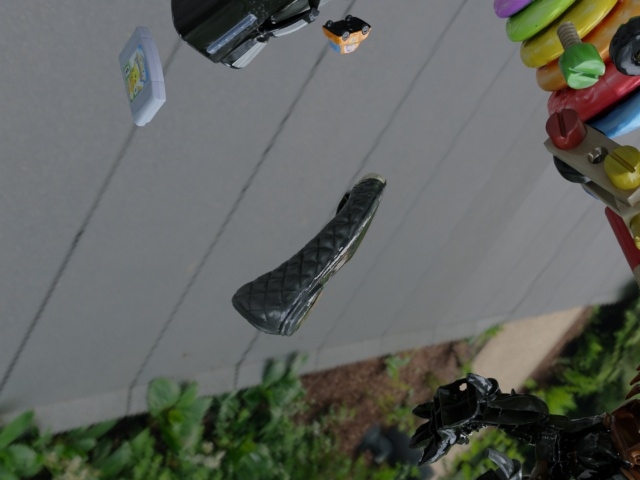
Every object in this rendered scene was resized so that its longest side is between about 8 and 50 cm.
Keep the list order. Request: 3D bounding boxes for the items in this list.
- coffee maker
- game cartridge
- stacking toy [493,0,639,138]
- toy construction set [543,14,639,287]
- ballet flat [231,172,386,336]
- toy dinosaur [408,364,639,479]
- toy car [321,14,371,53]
[{"bbox_3d":[-0.084,-0.297,1.053,0.178,0.171,0.120,-28,-153,29],"label":"coffee maker"},{"bbox_3d":[-0.170,-0.158,0.895,0.017,0.083,0.056,0,154,-39],"label":"game cartridge"},{"bbox_3d":[0.251,-0.256,1.018,0.175,0.302,0.166,-46,-170,-7],"label":"stacking toy"},{"bbox_3d":[0.357,-0.035,0.883,0.257,0.237,0.309,-11,144,-2],"label":"toy construction set"},{"bbox_3d":[0.000,0.000,0.679,0.173,0.049,0.057,-50,166,-40],"label":"ballet flat"},{"bbox_3d":[0.198,0.188,0.763,0.218,0.164,0.322,10,105,-14],"label":"toy dinosaur"},{"bbox_3d":[-0.002,-0.258,1.137,0.060,0.122,0.041,-43,150,-44],"label":"toy car"}]
